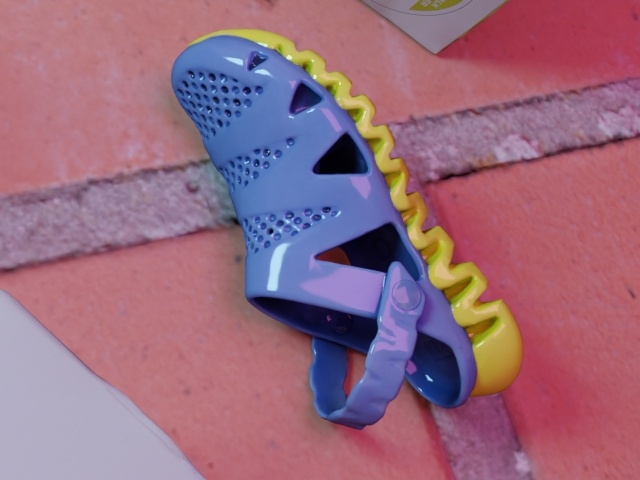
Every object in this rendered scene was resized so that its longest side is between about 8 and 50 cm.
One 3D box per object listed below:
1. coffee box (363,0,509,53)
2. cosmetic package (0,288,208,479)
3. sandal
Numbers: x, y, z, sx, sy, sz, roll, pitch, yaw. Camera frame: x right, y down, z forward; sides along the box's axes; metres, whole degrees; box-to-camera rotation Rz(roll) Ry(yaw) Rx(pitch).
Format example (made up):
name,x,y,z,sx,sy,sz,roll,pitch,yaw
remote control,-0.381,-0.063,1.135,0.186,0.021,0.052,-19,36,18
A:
name,x,y,z,sx,sy,sz,roll,pitch,yaw
coffee box,0.102,-0.404,1.140,0.334,0.338,0.337,34,59,-13
cosmetic package,-0.244,0.259,0.751,0.230,0.161,0.453,41,61,16
sandal,0.000,0.000,1.063,0.138,0.126,0.317,-37,89,-29
